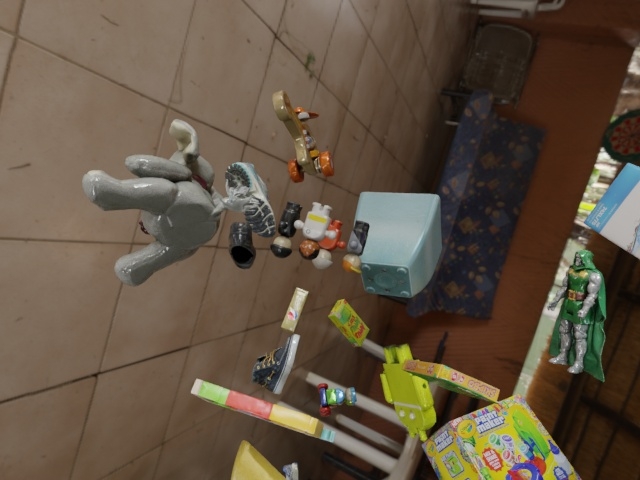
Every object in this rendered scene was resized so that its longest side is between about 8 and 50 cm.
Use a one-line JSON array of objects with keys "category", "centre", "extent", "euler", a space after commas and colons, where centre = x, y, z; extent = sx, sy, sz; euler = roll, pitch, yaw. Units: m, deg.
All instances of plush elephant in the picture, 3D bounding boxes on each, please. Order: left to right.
[{"category": "plush elephant", "centre": [-0.327, -0.108, 0.928], "extent": [0.330, 0.255, 0.271], "euler": [-19, 130, -12]}]

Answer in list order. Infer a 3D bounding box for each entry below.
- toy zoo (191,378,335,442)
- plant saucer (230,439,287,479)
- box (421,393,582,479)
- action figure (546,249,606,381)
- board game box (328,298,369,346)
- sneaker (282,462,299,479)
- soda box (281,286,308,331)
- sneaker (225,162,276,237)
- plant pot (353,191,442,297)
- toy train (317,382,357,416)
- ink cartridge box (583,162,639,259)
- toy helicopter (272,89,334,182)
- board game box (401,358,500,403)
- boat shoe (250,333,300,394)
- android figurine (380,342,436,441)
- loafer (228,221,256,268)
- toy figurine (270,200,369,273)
[{"category": "toy zoo", "centre": [-0.110, 0.361, 0.868], "extent": [0.192, 0.293, 0.030], "euler": [97, 11, -64]}, {"category": "plant saucer", "centre": [-0.124, 0.721, 1.017], "extent": [0.081, 0.333, 0.332], "euler": [-19, 128, -48]}, {"category": "box", "centre": [0.493, 0.622, 1.141], "extent": [0.290, 0.279, 0.177], "euler": [-7, 139, -28]}, {"category": "action figure", "centre": [0.494, 0.133, 0.800], "extent": [0.137, 0.064, 0.232], "euler": [-162, -104, -75]}, {"category": "board game box", "centre": [0.118, 0.340, 1.707], "extent": [0.181, 0.043, 0.092], "euler": [51, 47, -15]}, {"category": "sneaker", "centre": [-0.096, 0.772, 1.313], "extent": [0.052, 0.058, 0.135], "euler": [109, -20, -88]}, {"category": "soda box", "centre": [-0.106, 0.294, 1.750], "extent": [0.061, 0.058, 0.181], "euler": [97, 12, -69]}, {"category": "sneaker", "centre": [-0.214, -0.149, 1.456], "extent": [0.283, 0.110, 0.122], "euler": [67, 27, -12]}, {"category": "plant pot", "centre": [0.223, 0.029, 1.265], "extent": [0.247, 0.247, 0.252], "euler": [72, 32, -43]}, {"category": "toy train", "centre": [0.067, 0.632, 1.639], "extent": [0.248, 0.143, 0.105], "euler": [84, 0, -60]}, {"category": "ink cartridge box", "centre": [0.911, -0.043, 1.089], "extent": [0.198, 0.270, 0.197], "euler": [10, 119, -25]}, {"category": "toy helicopter", "centre": [-0.067, -0.353, 1.307], "extent": [0.355, 0.140, 0.235], "euler": [50, 34, -64]}, {"category": "board game box", "centre": [0.271, 0.298, 0.892], "extent": [0.259, 0.124, 0.039], "euler": [114, -1, -78]}, {"category": "boat shoe", "centre": [-0.108, 0.282, 0.964], "extent": [0.065, 0.083, 0.183], "euler": [-71, -178, -62]}, {"category": "android figurine", "centre": [0.256, 0.445, 1.229], "extent": [0.248, 0.056, 0.272], "euler": [140, -61, -67]}, {"category": "loafer", "centre": [-0.215, 0.032, 1.125], "extent": [0.223, 0.076, 0.078], "euler": [103, -11, -61]}, {"category": "toy figurine", "centre": [0.000, 0.000, 1.059], "extent": [0.213, 0.209, 0.148], "euler": [21, 84, -34]}]
